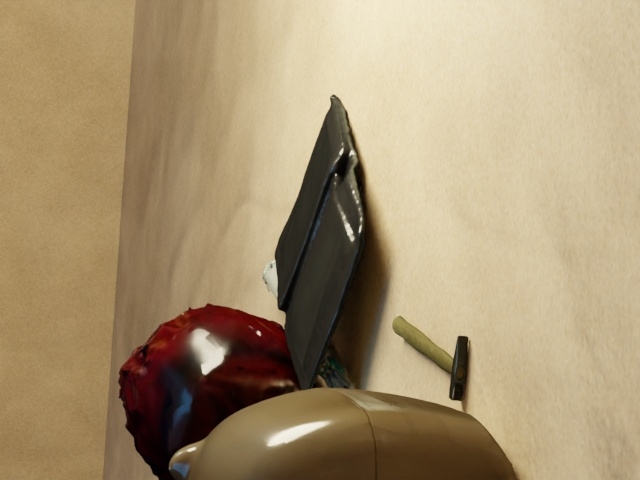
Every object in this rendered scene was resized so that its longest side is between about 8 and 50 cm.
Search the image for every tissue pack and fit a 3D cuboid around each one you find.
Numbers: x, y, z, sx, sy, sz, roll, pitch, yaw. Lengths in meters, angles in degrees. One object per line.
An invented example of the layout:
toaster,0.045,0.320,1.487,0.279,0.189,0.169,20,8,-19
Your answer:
tissue pack,0.008,0.327,1.360,0.267,0.277,0.387,-174,86,-72

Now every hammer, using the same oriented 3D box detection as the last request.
hammer,0.106,0.102,1.535,0.199,0.013,0.062,-144,59,-71

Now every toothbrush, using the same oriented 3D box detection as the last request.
toothbrush,-0.019,0.105,1.950,0.042,0.040,0.418,-43,21,4

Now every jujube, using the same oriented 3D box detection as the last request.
jujube,-0.133,0.208,1.981,0.377,0.258,0.258,169,104,-79

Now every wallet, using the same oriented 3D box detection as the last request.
wallet,0.000,0.000,1.845,0.323,0.041,0.247,-105,32,-57
